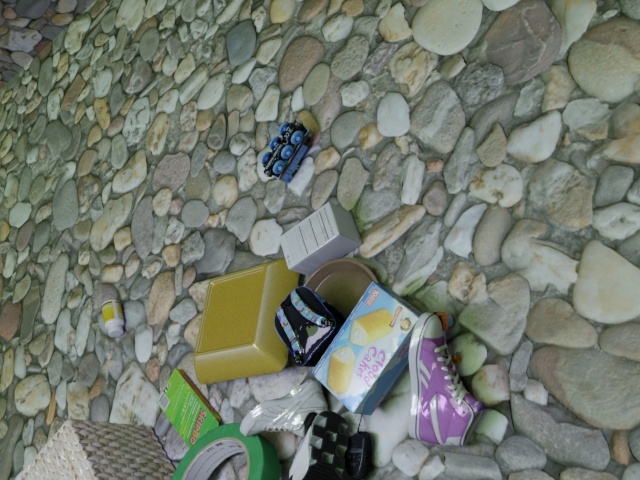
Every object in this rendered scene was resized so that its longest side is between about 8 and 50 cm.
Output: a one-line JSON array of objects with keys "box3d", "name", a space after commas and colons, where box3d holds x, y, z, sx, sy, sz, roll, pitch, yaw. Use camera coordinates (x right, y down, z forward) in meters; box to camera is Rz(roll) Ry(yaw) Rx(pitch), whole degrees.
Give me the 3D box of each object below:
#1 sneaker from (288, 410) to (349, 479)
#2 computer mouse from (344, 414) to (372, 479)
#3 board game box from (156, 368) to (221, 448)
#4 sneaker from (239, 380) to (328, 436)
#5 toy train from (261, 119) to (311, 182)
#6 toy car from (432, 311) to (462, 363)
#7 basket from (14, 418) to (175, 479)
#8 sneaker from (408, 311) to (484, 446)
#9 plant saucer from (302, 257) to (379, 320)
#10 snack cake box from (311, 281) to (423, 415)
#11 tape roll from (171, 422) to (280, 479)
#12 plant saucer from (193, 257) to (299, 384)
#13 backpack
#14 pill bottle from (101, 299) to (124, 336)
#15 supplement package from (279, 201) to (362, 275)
[{"box3d": [-0.019, 0.561, 1.580, 0.146, 0.122, 0.330, -57, 7, 40], "name": "sneaker"}, {"box3d": [0.101, 0.439, 1.636, 0.071, 0.041, 0.242, -18, 58, 53], "name": "computer mouse"}, {"box3d": [-0.377, 0.494, 2.003, 0.259, 0.039, 0.124, 39, 101, 43], "name": "board game box"}, {"box3d": [-0.086, 0.439, 1.713, 0.232, 0.090, 0.115, -27, 67, 2], "name": "sneaker"}, {"box3d": [-0.092, -0.254, 1.973, 0.080, 0.105, 0.184, 38, 101, 31], "name": "toy train"}, {"box3d": [0.287, 0.216, 1.565, 0.040, 0.060, 0.122, -11, 82, -10], "name": "toy car"}, {"box3d": [-0.601, 0.696, 1.926, 0.266, 0.331, 0.328, -54, 50, 10], "name": "basket"}, {"box3d": [0.277, 0.297, 1.482, 0.161, 0.102, 0.282, 3, 97, 36], "name": "sneaker"}, {"box3d": [0.050, 0.182, 1.755, 0.278, 0.041, 0.278, -14, 67, 36], "name": "plant saucer"}, {"box3d": [0.119, 0.248, 1.595, 0.152, 0.089, 0.264, 38, 98, 37], "name": "snack cake box"}, {"box3d": [-0.249, 0.622, 1.751, 0.321, 0.077, 0.321, -27, 38, 23], "name": "tape roll"}, {"box3d": [-0.219, 0.204, 1.892, 0.333, 0.081, 0.333, -17, 53, 37], "name": "plant saucer"}, {"box3d": [-0.024, 0.206, 1.703, 0.158, 0.117, 0.173, -52, 51, 14], "name": "backpack"}, {"box3d": [-0.689, 0.260, 2.316, 0.065, 0.065, 0.116, -38, 54, 24], "name": "pill bottle"}, {"box3d": [0.000, 0.000, 1.813, 0.179, 0.105, 0.105, -34, 56, 26], "name": "supplement package"}]
